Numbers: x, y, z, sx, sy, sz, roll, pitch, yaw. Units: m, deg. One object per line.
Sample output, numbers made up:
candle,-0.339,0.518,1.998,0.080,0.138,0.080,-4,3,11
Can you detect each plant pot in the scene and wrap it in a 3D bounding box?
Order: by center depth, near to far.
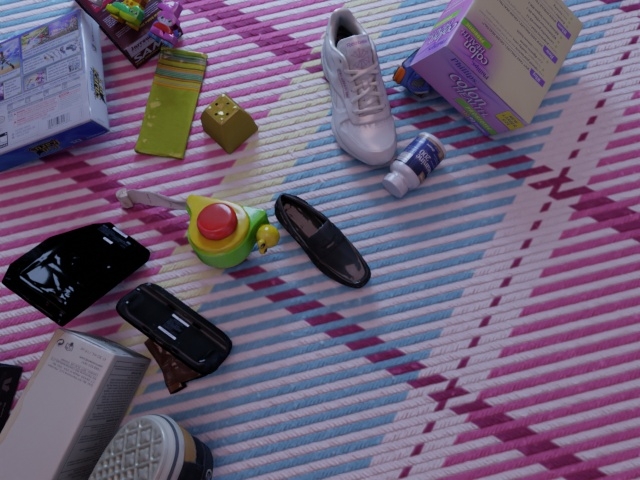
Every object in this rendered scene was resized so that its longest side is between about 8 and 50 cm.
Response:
plant pot,-0.181,-0.233,1.013,0.081,0.083,0.081,43,81,13

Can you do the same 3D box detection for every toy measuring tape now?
toy measuring tape,-0.234,-0.020,0.946,0.330,0.121,0.121,10,75,12

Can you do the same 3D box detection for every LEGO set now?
LEGO set,-0.337,-0.449,0.999,0.227,0.087,0.093,29,94,8

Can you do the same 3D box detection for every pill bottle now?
pill bottle,0.172,-0.139,0.983,0.067,0.067,0.120,41,80,12

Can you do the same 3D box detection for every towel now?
towel,-0.300,-0.280,1.063,0.102,0.021,0.237,8,76,5

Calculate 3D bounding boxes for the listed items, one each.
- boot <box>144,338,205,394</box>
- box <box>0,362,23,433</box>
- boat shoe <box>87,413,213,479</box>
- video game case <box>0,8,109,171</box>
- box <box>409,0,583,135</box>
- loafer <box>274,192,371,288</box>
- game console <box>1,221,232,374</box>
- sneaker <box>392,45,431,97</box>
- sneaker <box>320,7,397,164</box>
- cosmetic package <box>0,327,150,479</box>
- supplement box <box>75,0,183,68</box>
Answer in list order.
boot,-0.244,0.195,0.927,0.106,0.037,0.114,-29,71,-8
box,-0.588,0.272,0.852,0.093,0.158,0.155,9,75,4
boat shoe,-0.325,0.497,0.771,0.187,0.156,0.500,23,77,38
video game case,-0.548,-0.287,1.023,0.270,0.061,0.244,-15,75,13
box,0.325,-0.359,0.969,0.214,0.117,0.243,36,77,-19
loafer,0.000,0.000,0.946,0.223,0.078,0.076,44,81,12
game console,-0.317,0.107,0.888,0.361,0.044,0.213,35,34,2
sneaker,0.243,-0.363,1.045,0.221,0.083,0.087,-42,93,-6
sneaker,0.064,-0.287,0.984,0.114,0.152,0.305,-17,76,-5
cosmetic package,-0.410,0.308,0.838,0.113,0.160,0.309,22,76,9
supplement box,-0.413,-0.489,1.096,0.130,0.073,0.239,-40,77,-8
